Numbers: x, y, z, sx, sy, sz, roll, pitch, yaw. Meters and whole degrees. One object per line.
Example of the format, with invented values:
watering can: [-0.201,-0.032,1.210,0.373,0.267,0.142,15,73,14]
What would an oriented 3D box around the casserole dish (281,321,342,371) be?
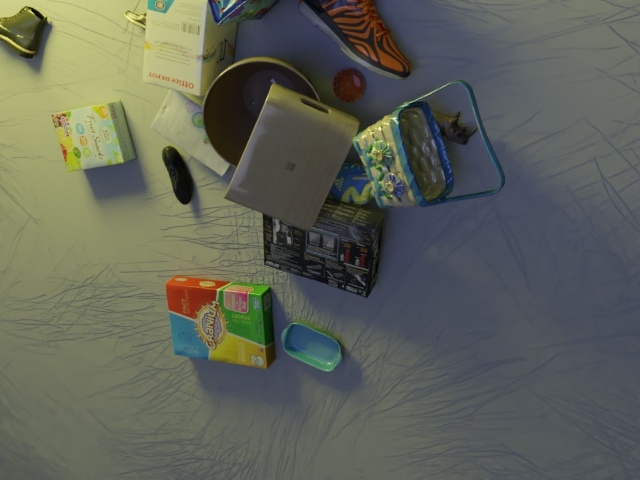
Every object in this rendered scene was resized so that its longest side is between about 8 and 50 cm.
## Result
casserole dish: [-0.021,0.298,2.053,0.189,0.037,0.114,22,115,13]

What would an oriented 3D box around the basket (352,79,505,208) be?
basket: [0.239,-0.190,1.593,0.289,0.201,0.254,-18,101,33]

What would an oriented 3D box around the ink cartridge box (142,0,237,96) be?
ink cartridge box: [-0.324,-0.500,1.809,0.171,0.168,0.232,18,115,16]

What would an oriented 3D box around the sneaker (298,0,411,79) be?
sneaker: [0.107,-0.518,1.652,0.321,0.124,0.180,39,119,5]

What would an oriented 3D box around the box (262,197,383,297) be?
box: [0.000,0.000,1.869,0.308,0.076,0.242,17,134,16]

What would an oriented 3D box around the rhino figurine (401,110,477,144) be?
rhino figurine: [0.251,-0.255,1.720,0.244,0.073,0.106,-4,110,22]

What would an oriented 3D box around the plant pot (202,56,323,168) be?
plant pot: [-0.132,-0.327,1.763,0.284,0.191,0.283,1,120,1]

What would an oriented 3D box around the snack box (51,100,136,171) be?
snack box: [-0.652,-0.299,2.074,0.207,0.070,0.174,-7,105,22]

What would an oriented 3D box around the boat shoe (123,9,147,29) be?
boat shoe: [-0.446,-0.576,1.901,0.152,0.056,0.049,27,106,7]

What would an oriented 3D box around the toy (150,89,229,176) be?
toy: [-0.324,-0.296,1.949,0.237,0.056,0.136,36,114,1]

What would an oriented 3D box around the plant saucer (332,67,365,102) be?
plant saucer: [0.070,-0.383,1.779,0.084,0.013,0.083,7,111,19]

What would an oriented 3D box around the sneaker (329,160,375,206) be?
sneaker: [0.106,-0.160,1.803,0.240,0.091,0.126,-33,94,29]

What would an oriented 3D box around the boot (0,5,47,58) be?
boot: [-0.877,-0.631,2.050,0.198,0.077,0.137,33,114,-7]

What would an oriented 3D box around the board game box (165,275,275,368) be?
board game box: [-0.294,0.239,2.127,0.317,0.064,0.242,4,110,21]

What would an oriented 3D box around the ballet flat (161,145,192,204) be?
ballet flat: [-0.402,-0.184,2.035,0.049,0.058,0.173,12,120,63]

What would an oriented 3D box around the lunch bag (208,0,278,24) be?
lunch bag: [-0.105,-0.624,1.644,0.293,0.221,0.138,-21,100,28]

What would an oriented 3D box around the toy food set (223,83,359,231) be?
toy food set: [-0.071,-0.188,1.694,0.220,0.092,0.306,22,109,-11]
